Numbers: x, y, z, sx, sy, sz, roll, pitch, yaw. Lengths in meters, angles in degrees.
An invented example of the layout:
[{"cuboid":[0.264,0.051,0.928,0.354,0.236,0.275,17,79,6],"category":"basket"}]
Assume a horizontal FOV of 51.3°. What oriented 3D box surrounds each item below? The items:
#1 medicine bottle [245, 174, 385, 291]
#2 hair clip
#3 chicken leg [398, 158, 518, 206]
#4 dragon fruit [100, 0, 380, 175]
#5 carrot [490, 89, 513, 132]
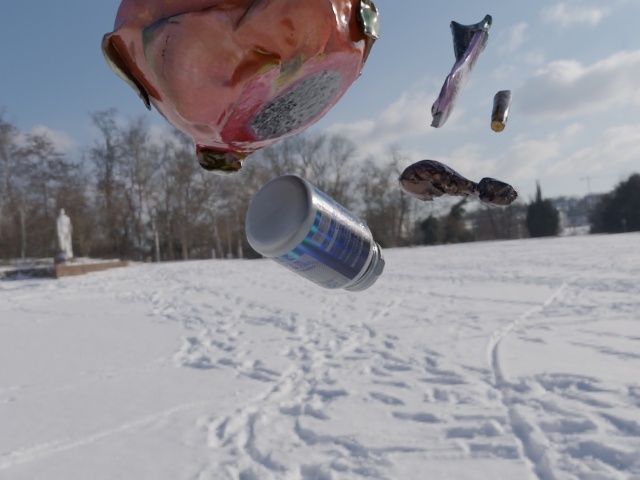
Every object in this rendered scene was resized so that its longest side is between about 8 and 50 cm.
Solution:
[{"cuboid":[0.000,0.000,0.869,0.107,0.107,0.191,-8,-27,37],"category":"medicine bottle"},{"cuboid":[0.280,-0.343,1.370,0.095,0.359,0.110,36,-39,-17],"category":"hair clip"},{"cuboid":[0.291,-0.121,1.426,0.113,0.093,0.304,-10,16,-36],"category":"chicken leg"},{"cuboid":[-0.068,-0.204,0.733,0.290,0.189,0.290,-29,-5,-3],"category":"dragon fruit"},{"cuboid":[0.373,-0.269,1.379,0.042,0.042,0.171,-7,31,25],"category":"carrot"}]
